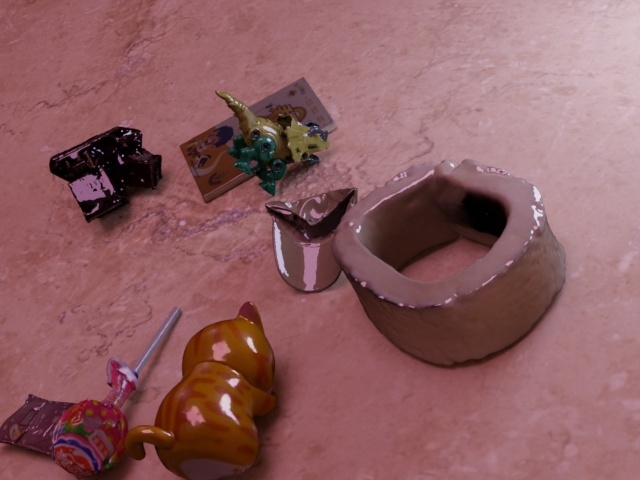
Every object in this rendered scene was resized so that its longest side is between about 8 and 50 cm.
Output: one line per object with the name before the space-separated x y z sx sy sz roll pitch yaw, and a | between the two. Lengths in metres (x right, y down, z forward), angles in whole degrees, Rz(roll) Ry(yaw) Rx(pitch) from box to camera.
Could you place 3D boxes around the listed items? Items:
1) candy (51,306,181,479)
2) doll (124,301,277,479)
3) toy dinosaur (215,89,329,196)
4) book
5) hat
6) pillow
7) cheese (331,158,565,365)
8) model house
candy | -0.317 0.236 1.881 0.124 0.124 0.365 -1 40 30
doll | -0.156 0.240 1.721 0.166 0.162 0.269 -21 28 33
toy dinosaur | -0.111 -0.186 2.088 0.153 0.259 0.094 -53 35 14
book | -0.128 -0.205 2.271 0.295 0.020 0.208 -30 39 0
hat | 0.000 0.000 1.961 0.166 0.144 0.173 -7 89 22
pillow | -0.458 0.312 1.912 0.185 0.043 0.118 8 46 32
cheese | 0.190 0.022 1.743 0.292 0.153 0.332 -45 44 -17
model house | -0.417 -0.136 2.279 0.203 0.141 0.164 -33 30 -8
